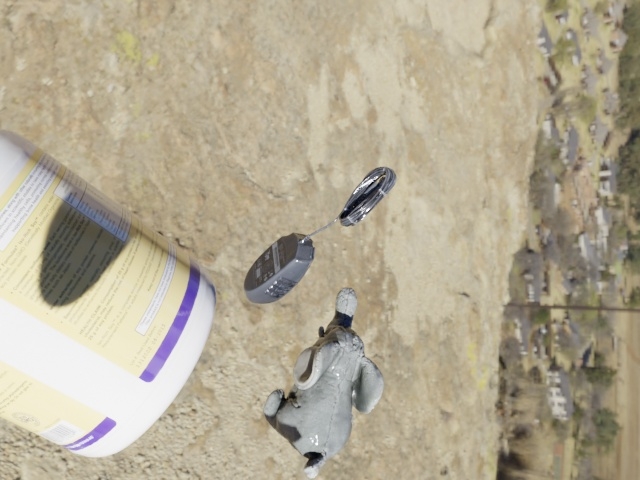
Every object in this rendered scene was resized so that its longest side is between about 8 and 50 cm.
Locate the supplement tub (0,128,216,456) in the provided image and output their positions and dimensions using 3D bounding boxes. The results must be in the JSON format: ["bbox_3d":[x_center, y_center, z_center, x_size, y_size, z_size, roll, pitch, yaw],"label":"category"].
[{"bbox_3d":[-0.299,0.042,0.615,0.331,0.241,0.241,40,56,-26],"label":"supplement tub"}]

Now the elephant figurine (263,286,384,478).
[{"bbox_3d":[0.018,0.216,0.991,0.169,0.186,0.239,10,109,-56],"label":"elephant figurine"}]

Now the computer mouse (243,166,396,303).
[{"bbox_3d":[0.000,0.000,0.736,0.041,0.242,0.071,40,23,-29],"label":"computer mouse"}]
